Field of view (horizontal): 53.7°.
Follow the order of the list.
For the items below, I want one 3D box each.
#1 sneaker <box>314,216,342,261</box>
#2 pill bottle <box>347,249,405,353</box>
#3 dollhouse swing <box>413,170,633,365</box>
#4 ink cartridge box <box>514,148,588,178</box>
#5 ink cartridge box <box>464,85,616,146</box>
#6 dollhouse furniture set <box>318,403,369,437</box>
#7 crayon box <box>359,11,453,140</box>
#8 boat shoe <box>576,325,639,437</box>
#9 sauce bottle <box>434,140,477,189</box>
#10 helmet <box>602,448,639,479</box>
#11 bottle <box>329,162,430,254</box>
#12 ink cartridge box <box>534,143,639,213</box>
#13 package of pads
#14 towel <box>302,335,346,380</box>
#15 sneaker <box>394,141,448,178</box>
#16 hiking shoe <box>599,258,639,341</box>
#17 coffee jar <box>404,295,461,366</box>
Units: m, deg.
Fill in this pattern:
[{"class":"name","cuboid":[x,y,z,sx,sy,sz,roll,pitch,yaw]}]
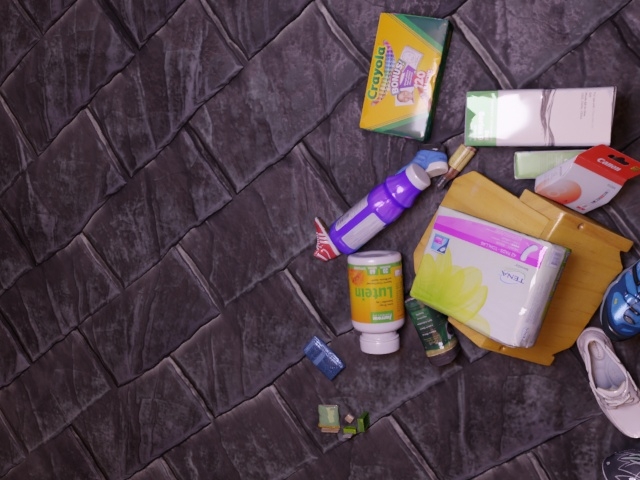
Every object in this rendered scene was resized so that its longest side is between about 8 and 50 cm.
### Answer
[{"class":"sneaker","cuboid":[0.000,0.000,1.680,0.067,0.042,0.118,-31,88,19]},{"class":"pill bottle","cuboid":[0.143,0.154,1.597,0.136,0.136,0.246,-2,97,21]},{"class":"dollhouse swing","cuboid":[0.454,0.049,1.504,0.315,0.305,0.347,18,108,-25]},{"class":"ink cartridge box","cuboid":[0.544,-0.172,1.409,0.209,0.109,0.062,1,99,21]},{"class":"ink cartridge box","cuboid":[0.472,-0.261,1.368,0.289,0.211,0.122,3,99,21]},{"class":"dollhouse furniture set","cuboid":[0.055,0.495,1.724,0.151,0.058,0.076,-3,96,21]},{"class":"crayon box","cuboid":[0.205,-0.392,1.521,0.165,0.081,0.279,14,103,18]},{"class":"boat shoe","cuboid":[0.666,0.336,1.444,0.098,0.096,0.277,-30,87,22]},{"class":"sauce bottle","cuboid":[0.324,-0.181,1.529,0.042,0.042,0.128,42,109,10]},{"class":"helmet","cuboid":[0.721,0.555,1.423,0.169,0.169,0.162,6,116,20]},{"class":"bottle","cuboid":[0.145,-0.079,1.551,0.092,0.118,0.283,46,121,-7]},{"class":"ink cartridge box","cuboid":[0.566,-0.123,1.320,0.145,0.179,0.045,20,66,-20]},{"class":"package of pads","cuboid":[0.347,0.076,1.346,0.296,0.101,0.229,25,100,45]},{"class":"towel","cuboid":[0.008,0.323,1.733,0.119,0.029,0.067,44,111,9]},{"class":"sneaker","cuboid":[0.244,-0.194,1.553,0.152,0.058,0.085,-16,66,43]},{"class":"hiking shoe","cuboid":[0.703,0.082,1.336,0.113,0.132,0.304,36,91,13]},{"class":"coffee jar","cuboid":[0.281,0.217,1.575,0.079,0.096,0.184,-24,88,25]}]
